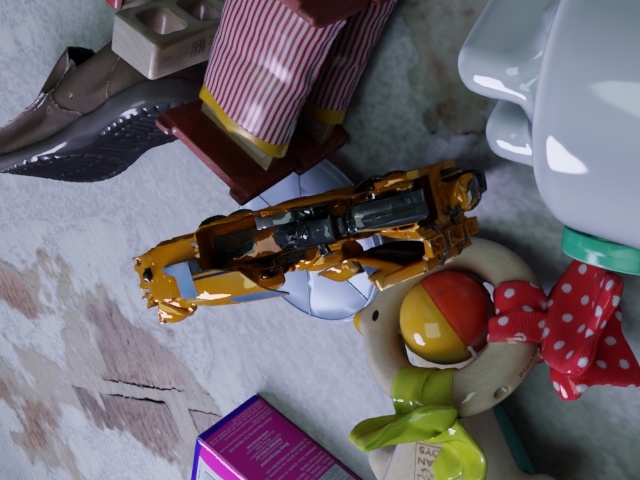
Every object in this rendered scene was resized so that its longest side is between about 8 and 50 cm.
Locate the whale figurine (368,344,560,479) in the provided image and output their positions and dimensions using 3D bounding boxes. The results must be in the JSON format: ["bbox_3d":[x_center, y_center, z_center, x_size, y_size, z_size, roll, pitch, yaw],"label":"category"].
[{"bbox_3d":[0.149,0.222,0.770,0.216,0.141,0.271,-2,88,44],"label":"whale figurine"}]

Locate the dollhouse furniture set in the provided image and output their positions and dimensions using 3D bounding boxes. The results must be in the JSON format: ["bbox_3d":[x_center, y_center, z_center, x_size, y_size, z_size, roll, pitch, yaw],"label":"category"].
[{"bbox_3d":[-0.118,-0.234,0.698,0.374,0.152,0.201,42,137,17],"label":"dollhouse furniture set"}]

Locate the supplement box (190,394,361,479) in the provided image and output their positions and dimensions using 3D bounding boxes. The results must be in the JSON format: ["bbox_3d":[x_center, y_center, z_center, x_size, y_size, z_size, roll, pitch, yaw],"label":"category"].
[{"bbox_3d":[-0.049,0.322,1.011,0.220,0.114,0.111,35,134,25],"label":"supplement box"}]

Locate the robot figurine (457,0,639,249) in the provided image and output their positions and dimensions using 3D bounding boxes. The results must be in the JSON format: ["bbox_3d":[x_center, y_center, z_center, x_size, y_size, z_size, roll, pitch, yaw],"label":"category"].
[{"bbox_3d":[0.253,-0.073,0.405,0.354,0.199,0.300,22,168,33],"label":"robot figurine"}]

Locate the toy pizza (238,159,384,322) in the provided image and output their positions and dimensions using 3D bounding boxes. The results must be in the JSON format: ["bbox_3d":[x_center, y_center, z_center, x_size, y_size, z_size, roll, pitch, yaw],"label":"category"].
[{"bbox_3d":[-0.008,-0.007,0.827,0.201,0.032,0.201,24,128,34],"label":"toy pizza"}]

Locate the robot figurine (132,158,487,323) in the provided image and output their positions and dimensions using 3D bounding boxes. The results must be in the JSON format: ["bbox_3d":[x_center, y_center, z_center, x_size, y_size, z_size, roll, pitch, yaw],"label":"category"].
[{"bbox_3d":[0.000,0.000,0.661,0.291,0.211,0.084,-12,95,31],"label":"robot figurine"}]

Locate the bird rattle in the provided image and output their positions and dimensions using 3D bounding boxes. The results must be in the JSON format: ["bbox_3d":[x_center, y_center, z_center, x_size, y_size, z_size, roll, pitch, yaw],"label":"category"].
[{"bbox_3d":[0.122,0.077,0.653,0.253,0.143,0.207,-48,44,15],"label":"bird rattle"}]

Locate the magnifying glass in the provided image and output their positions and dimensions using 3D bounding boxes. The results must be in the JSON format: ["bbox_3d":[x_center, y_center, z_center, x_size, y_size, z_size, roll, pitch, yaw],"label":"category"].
[{"bbox_3d":[0.281,0.016,0.533,0.231,0.092,0.026,10,107,28],"label":"magnifying glass"}]

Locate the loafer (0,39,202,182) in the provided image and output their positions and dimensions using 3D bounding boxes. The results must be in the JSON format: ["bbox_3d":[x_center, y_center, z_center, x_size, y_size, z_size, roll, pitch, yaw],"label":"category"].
[{"bbox_3d":[-0.264,-0.157,0.931,0.366,0.134,0.130,-13,78,38],"label":"loafer"}]
